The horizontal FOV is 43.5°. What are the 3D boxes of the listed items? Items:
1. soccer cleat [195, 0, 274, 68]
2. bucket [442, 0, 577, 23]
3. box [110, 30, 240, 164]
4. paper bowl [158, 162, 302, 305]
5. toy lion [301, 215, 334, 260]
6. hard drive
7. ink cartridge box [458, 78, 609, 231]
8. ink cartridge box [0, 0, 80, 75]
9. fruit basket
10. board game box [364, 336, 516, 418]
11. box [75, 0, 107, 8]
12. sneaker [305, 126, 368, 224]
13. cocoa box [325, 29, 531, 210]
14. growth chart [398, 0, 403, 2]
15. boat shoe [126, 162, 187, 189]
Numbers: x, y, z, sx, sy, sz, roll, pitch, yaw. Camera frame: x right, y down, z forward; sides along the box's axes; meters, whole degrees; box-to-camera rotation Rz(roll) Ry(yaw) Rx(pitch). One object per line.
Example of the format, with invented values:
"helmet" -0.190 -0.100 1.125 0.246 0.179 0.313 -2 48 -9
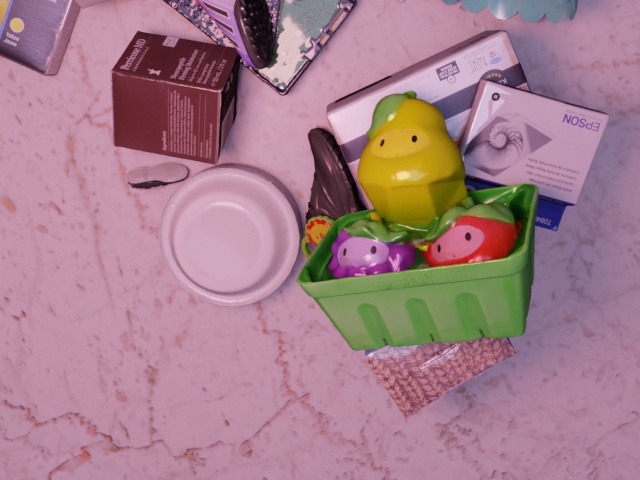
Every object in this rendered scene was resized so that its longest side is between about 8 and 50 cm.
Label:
"soccer cleat" -0.187 -0.457 1.478 0.116 0.108 0.318 -18 103 27
"bucket" 0.334 -0.506 1.411 0.281 0.281 0.183 12 96 1
"box" -0.270 -0.270 1.515 0.203 0.168 0.167 10 131 0
"paper bowl" -0.182 -0.008 1.605 0.284 0.148 0.284 1 101 4
"toy lion" 0.000 0.000 1.585 0.100 0.034 0.096 -25 101 36
"hard drive" -0.130 -0.474 1.544 0.339 0.064 0.237 38 102 -4
"ink cartridge box" 0.345 -0.138 1.366 0.223 0.045 0.224 14 108 -5
"ink cartridge box" -0.615 -0.522 1.562 0.303 0.072 0.307 23 104 -2
"fruit basket" 0.153 -0.038 1.276 0.392 0.283 0.392 9 122 15
"board game box" 0.217 0.172 1.544 0.232 0.291 0.141 -33 98 9
"box" -0.394 -0.549 1.465 0.182 0.119 0.181 -17 81 3
"sneaker" 0.019 -0.082 1.602 0.130 0.109 0.286 -18 97 15
"cocoa box" 0.210 -0.213 1.491 0.347 0.231 0.228 -24 102 8
"growth chart" 0.123 -0.582 1.504 0.172 0.021 0.237 -44 109 9
"boat shoe" -0.332 -0.127 1.643 0.125 0.038 0.046 -9 60 0
